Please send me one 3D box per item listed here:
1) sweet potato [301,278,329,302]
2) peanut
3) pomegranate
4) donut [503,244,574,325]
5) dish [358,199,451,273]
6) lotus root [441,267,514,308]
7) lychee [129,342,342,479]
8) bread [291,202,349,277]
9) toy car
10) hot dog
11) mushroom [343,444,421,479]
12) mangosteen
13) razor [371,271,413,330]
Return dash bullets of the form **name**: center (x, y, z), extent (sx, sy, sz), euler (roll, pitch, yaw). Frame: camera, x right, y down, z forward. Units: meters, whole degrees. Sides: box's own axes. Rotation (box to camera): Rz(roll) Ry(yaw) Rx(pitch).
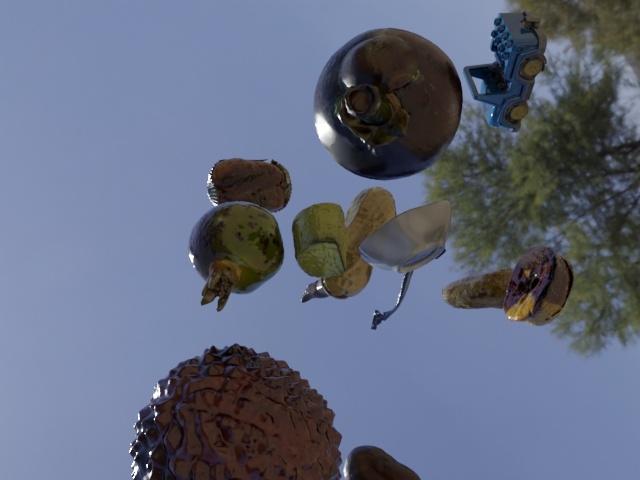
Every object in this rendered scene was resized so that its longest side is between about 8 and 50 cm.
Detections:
- **sweet potato**: center (0.038, 0.107, 1.783), extent (0.067, 0.274, 0.067), euler (20, -123, -34)
- **peanut**: center (0.088, 0.005, 1.548), extent (0.130, 0.130, 0.290), euler (43, -118, -22)
- **pomegranate**: center (-0.177, 0.039, 1.397), extent (0.198, 0.198, 0.246), euler (30, -118, -36)
- **donut**: center (0.366, 0.080, 1.151), extent (0.059, 0.140, 0.140), euler (25, -139, -15)
- **dish**: center (0.160, 0.009, 1.195), extent (0.191, 0.191, 0.066), euler (2, -125, -53)
- **lotus root**: center (0.401, 0.117, 1.634), extent (0.110, 0.258, 0.097), euler (-11, -88, -51)
- **lychee**: center (-0.155, 0.433, 1.385), extent (0.500, 0.425, 0.424), euler (67, -161, -44)
- **bread**: center (0.000, 0.000, 1.342), extent (0.114, 0.111, 0.129), euler (-93, -15, -46)
- **toy car**: center (0.284, -0.264, 1.082), extent (0.100, 0.191, 0.097), euler (-2, -133, -4)
- **hot dog**: center (-0.192, -0.147, 1.909), extent (0.270, 0.082, 0.162), euler (-5, -84, -41)
- **mushroom**: center (0.174, 0.665, 1.850), extent (0.227, 0.148, 0.217), euler (35, 160, 33)
- **mangosteen**: center (0.085, -0.194, 1.016), extent (0.231, 0.231, 0.289), euler (57, -151, -1)
- **razor**: center (0.256, 0.148, 2.192), extent (0.056, 0.324, 0.093), euler (26, -155, -2)
